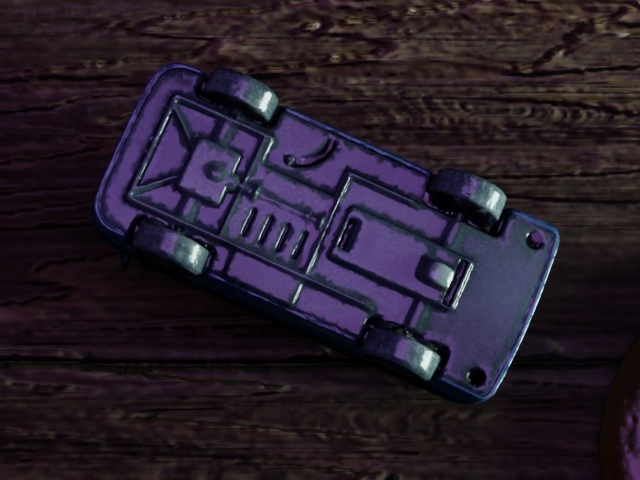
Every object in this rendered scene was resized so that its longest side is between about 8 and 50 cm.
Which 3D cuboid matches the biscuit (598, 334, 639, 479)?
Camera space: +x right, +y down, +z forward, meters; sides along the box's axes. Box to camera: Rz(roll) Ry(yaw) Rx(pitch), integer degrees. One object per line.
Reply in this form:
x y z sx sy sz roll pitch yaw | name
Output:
0.266 0.119 1.146 0.212 0.036 0.212 0 78 -2 | biscuit

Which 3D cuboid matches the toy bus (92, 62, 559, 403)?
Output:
0.000 0.000 1.109 0.246 0.134 0.114 23 80 1 | toy bus
